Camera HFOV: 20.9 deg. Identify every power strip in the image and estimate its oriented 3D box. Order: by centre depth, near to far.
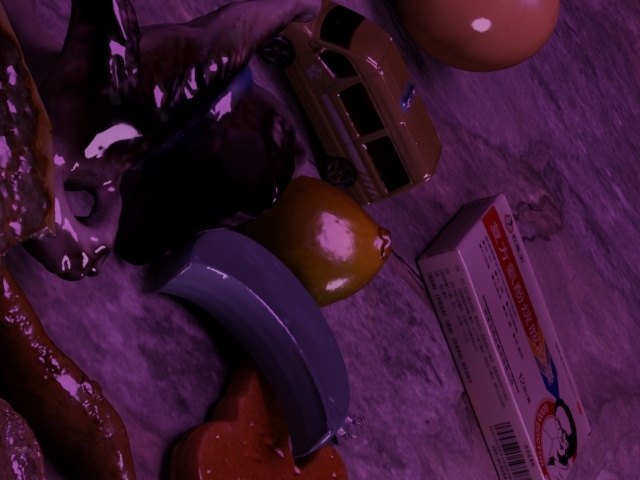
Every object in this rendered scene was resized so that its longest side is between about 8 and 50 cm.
[{"bbox_3d":[-0.063,0.074,1.618,0.253,0.054,0.167,51,23,-7],"label":"power strip"}]

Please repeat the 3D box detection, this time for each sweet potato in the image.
[{"bbox_3d":[-0.208,0.116,1.353,0.274,0.067,0.067,63,29,-27],"label":"sweet potato"}]

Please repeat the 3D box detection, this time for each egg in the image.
[{"bbox_3d":[0.195,-0.315,2.214,0.244,0.201,0.201,-8,83,-52],"label":"egg"}]

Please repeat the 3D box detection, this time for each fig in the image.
[{"bbox_3d":[-0.010,0.002,1.744,0.153,0.121,0.136,-1,81,-39],"label":"fig"}]

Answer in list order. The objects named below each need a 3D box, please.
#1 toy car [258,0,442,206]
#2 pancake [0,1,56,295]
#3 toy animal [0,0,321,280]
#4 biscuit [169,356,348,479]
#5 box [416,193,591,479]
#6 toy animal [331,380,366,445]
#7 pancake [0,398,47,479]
[{"bbox_3d":[0.036,-0.168,1.907,0.256,0.124,0.101,63,28,-25],"label":"toy car"},{"bbox_3d":[-0.337,-0.139,1.201,0.427,0.067,0.304,40,52,-34],"label":"pancake"},{"bbox_3d":[-0.136,-0.092,1.469,0.344,0.194,0.302,17,65,-47],"label":"toy animal"},{"bbox_3d":[-0.065,0.246,1.573,0.202,0.047,0.334,60,27,-15],"label":"biscuit"},{"bbox_3d":[0.240,0.138,2.206,0.214,0.069,0.353,-44,117,-60],"label":"box"},{"bbox_3d":[0.031,0.190,1.813,0.050,0.028,0.084,51,35,-23],"label":"toy animal"},{"bbox_3d":[-0.250,0.188,1.277,0.158,0.028,0.158,34,50,-54],"label":"pancake"}]
